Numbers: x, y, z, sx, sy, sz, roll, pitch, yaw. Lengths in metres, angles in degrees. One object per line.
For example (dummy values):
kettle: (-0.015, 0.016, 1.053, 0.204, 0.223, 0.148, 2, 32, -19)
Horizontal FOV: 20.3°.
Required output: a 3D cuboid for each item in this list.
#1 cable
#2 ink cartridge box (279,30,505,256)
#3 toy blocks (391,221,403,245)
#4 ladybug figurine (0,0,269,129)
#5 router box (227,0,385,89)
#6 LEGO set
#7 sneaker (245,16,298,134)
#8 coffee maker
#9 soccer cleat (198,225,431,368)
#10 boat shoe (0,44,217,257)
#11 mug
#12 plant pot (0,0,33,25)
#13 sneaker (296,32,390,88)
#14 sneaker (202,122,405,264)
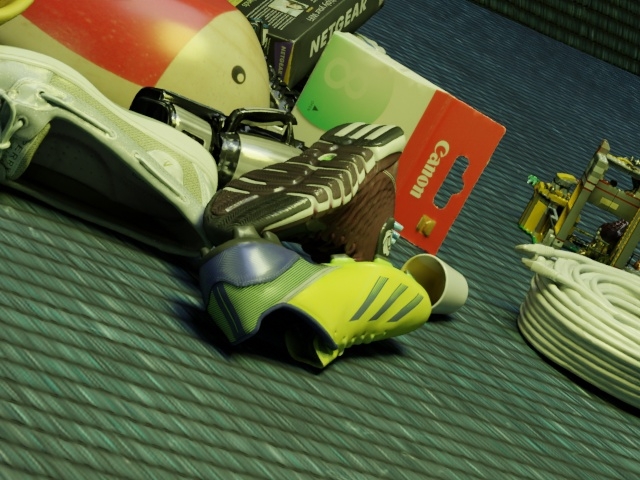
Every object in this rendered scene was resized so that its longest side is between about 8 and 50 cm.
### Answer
cable: (0.344, 0.110, 1.979, 0.257, 0.089, 0.257, 11, 24, -45)
ink cartridge box: (0.072, -0.109, 2.058, 0.225, 0.181, 0.056, 33, 18, 15)
toy blocks: (0.016, -0.034, 1.967, 0.148, 0.054, 0.123, 29, 16, 6)
ladybug figurine: (-0.246, -0.252, 2.034, 0.449, 0.162, 0.305, 29, 17, 7)
router box: (-0.077, -0.334, 2.436, 0.243, 0.081, 0.309, 22, 37, 18)
LEGO set: (0.427, -0.022, 2.318, 0.331, 0.192, 0.255, 28, 17, 4)
sneaker: (-0.072, -0.211, 2.246, 0.217, 0.121, 0.079, 30, 18, 12)
coffee maker: (-0.118, -0.076, 1.820, 0.178, 0.120, 0.171, 19, -21, -27)
soccer cleat: (0.001, 0.069, 1.624, 0.289, 0.093, 0.121, 15, 50, -48)
boat shoe: (-0.233, -0.078, 1.624, 0.320, 0.118, 0.103, 26, 33, -28)
mug: (0.118, 0.046, 1.879, 0.064, 0.062, 0.078, 18, 23, -52)
plant pot: (-0.417, -0.272, 1.619, 0.254, 0.239, 0.254, 34, 45, -42)
sneaker: (-0.045, -0.306, 2.565, 0.330, 0.129, 0.147, 38, 17, 33)
sneaker: (0.000, 0.000, 1.721, 0.106, 0.162, 0.281, 11, 27, 35)
